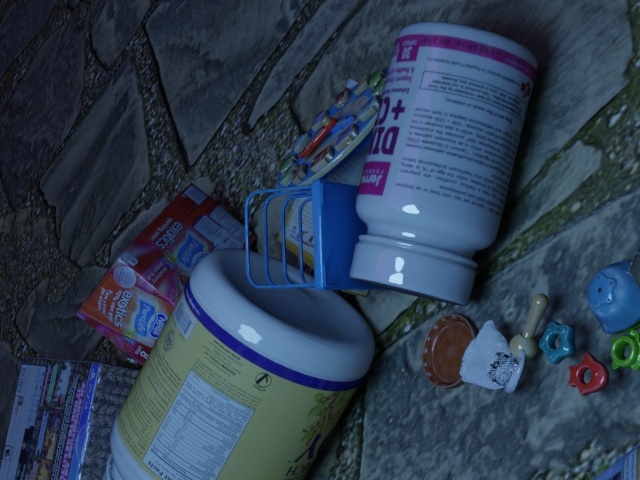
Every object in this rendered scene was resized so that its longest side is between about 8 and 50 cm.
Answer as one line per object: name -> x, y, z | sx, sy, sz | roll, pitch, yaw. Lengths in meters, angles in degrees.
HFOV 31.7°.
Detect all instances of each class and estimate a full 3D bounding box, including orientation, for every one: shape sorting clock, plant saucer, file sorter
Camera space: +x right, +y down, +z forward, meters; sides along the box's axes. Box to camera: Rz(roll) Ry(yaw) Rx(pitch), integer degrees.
shape sorting clock -> 0.018, -0.135, 1.363 | 0.206, 0.040, 0.206 | -41, 22, 21
plant saucer -> 0.145, 0.124, 1.253 | 0.083, 0.013, 0.084 | -26, 56, 45
file sorter -> 0.000, 0.000, 1.298 | 0.104, 0.170, 0.118 | -4, 86, 29

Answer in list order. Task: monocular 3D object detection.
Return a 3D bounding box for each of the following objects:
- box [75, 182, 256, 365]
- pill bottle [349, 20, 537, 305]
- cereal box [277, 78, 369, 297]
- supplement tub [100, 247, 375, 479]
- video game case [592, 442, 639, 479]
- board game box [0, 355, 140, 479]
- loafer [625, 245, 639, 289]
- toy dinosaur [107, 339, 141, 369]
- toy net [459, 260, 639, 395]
box -> -0.206, 0.044, 1.552 | 0.123, 0.128, 0.257 | -49, 4, 30
pill bottle -> 0.129, -0.080, 1.231 | 0.160, 0.160, 0.283 | 8, 83, 54
cereal box -> 0.047, -0.071, 1.434 | 0.173, 0.047, 0.240 | 37, 106, 51
supplement tub -> -0.108, 0.203, 1.365 | 0.331, 0.241, 0.241 | -61, 37, 17
video game case -> 0.242, 0.285, 0.901 | 0.244, 0.061, 0.269 | -49, 6, 31
board game box -> -0.368, 0.310, 1.754 | 0.291, 0.141, 0.232 | -4, 73, 53
loafer -> 0.335, 0.082, 0.963 | 0.087, 0.094, 0.251 | -52, 31, 34
toy dinosaur -> -0.345, 0.127, 1.866 | 0.112, 0.064, 0.211 | -58, 38, 22
toy net -> 0.234, 0.110, 1.118 | 0.232, 0.045, 0.122 | -35, 52, 43
